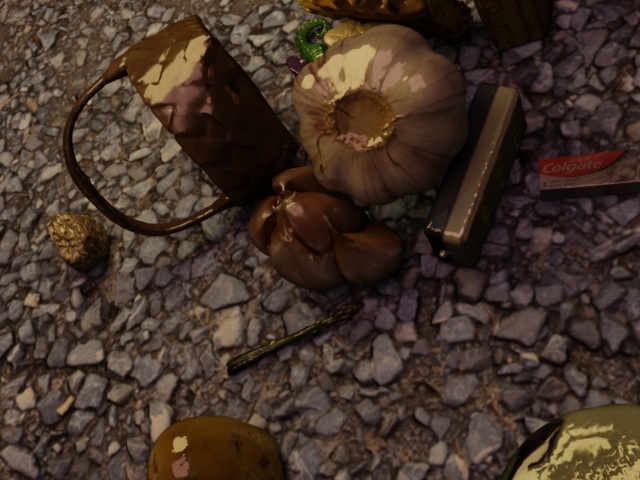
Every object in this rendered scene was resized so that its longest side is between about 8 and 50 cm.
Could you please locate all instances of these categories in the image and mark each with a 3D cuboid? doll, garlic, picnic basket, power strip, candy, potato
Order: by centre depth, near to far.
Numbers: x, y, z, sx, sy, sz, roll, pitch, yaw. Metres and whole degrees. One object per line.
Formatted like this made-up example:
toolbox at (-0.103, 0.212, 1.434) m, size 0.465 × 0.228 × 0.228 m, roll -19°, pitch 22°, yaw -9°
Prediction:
potato at (-0.159, 0.316, 1.200) m, size 0.178 × 0.158 × 0.203 m, roll 5°, pitch 62°, yaw 35°
garlic at (0.107, -0.176, 1.257) m, size 0.245 × 0.253 × 0.245 m, roll 6°, pitch 102°, yaw 27°
power strip at (0.222, -0.088, 1.270) m, size 0.070 × 0.105 × 0.257 m, roll 17°, pitch 75°, yaw 26°
garlic at (0.000, 0.000, 1.303) m, size 0.214 × 0.191 × 0.160 m, roll 50°, pitch 119°, yaw 22°
picnic basket at (-0.229, -0.152, 1.377) m, size 0.337 × 0.293 × 0.337 m, roll -32°, pitch 24°, yaw 16°
doll at (0.002, -0.303, 1.502) m, size 0.115 × 0.050 × 0.190 m, roll -34°, pitch 56°, yaw 10°
candy at (-0.408, 0.000, 1.511) m, size 0.085 × 0.110 × 0.095 m, roll -41°, pitch 73°, yaw 1°

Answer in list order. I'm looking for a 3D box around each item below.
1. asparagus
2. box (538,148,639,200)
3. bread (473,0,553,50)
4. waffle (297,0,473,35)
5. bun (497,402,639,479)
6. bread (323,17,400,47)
asparagus at (-0.040, 0.143, 1.328) m, size 0.233 × 0.023 × 0.022 m, roll -26°, pitch 103°, yaw 11°
box at (0.411, -0.094, 1.229) m, size 0.218 × 0.039 × 0.055 m, roll -4°, pitch 67°, yaw 22°
bread at (0.260, -0.423, 1.336) m, size 0.110 × 0.234 × 0.184 m, roll -23°, pitch 58°, yaw 16°
waffle at (0.104, -0.352, 1.341) m, size 0.283 × 0.309 × 0.065 m, roll -155°, pitch 68°, yaw -67°
bun at (0.334, 0.327, 0.998) m, size 0.283 × 0.179 × 0.283 m, roll -24°, pitch 39°, yaw 21°
bread at (0.098, -0.264, 1.365) m, size 0.139 × 0.178 × 0.060 m, roll 11°, pitch 72°, yaw 25°
